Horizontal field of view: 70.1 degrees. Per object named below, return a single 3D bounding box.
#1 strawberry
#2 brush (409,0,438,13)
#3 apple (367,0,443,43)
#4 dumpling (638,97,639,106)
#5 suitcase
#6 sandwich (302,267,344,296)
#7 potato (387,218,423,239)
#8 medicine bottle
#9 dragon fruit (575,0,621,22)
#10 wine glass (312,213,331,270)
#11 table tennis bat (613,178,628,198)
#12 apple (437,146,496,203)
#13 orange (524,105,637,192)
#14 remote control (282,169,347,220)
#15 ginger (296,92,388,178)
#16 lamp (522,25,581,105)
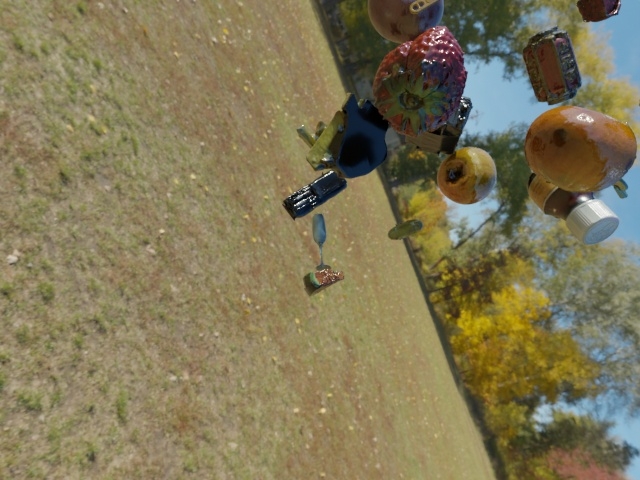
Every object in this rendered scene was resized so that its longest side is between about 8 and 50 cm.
[{"bbox_3d":[0.282,-0.438,1.252,0.238,0.250,0.288,58,37,-28],"label":"strawberry"},{"bbox_3d":[0.404,-0.785,1.424,0.103,0.272,0.013,66,7,16],"label":"brush"},{"bbox_3d":[0.343,-0.944,1.850,0.235,0.306,0.305,85,-10,-68],"label":"apple"},{"bbox_3d":[1.247,-0.550,1.501,0.341,0.181,0.260,-70,169,-81],"label":"dumpling"},{"bbox_3d":[0.539,-0.557,2.143,0.434,0.283,0.194,50,59,-77],"label":"suitcase"},{"bbox_3d":[-0.003,0.148,1.720,0.079,0.159,0.235,63,16,8],"label":"sandwich"},{"bbox_3d":[0.434,-0.058,2.330,0.085,0.188,0.105,67,25,-4],"label":"potato"},{"bbox_3d":[1.103,-0.165,1.987,0.242,0.243,0.395,55,10,-50],"label":"medicine bottle"},{"bbox_3d":[1.225,-1.023,1.990,0.127,0.161,0.120,13,-55,64],"label":"dragon fruit"},{"bbox_3d":[0.000,0.000,1.987,0.074,0.074,0.262,47,34,-62],"label":"wine glass"},{"bbox_3d":[1.385,-0.266,2.141,0.237,0.038,0.149,32,13,-34],"label":"table tennis bat"},{"bbox_3d":[0.757,-0.327,2.336,0.275,0.299,0.299,17,49,-46],"label":"apple"},{"bbox_3d":[0.810,-0.293,1.449,0.310,0.274,0.274,35,5,13],"label":"orange"},{"bbox_3d":[-0.020,-0.252,2.366,0.144,0.399,0.062,54,-30,-1],"label":"remote control"},{"bbox_3d":[0.102,-0.454,1.977,0.413,0.211,0.358,-13,116,-44],"label":"ginger"},{"bbox_3d":[0.865,-0.648,1.706,0.177,0.177,0.274,-74,140,-71],"label":"lamp"}]
